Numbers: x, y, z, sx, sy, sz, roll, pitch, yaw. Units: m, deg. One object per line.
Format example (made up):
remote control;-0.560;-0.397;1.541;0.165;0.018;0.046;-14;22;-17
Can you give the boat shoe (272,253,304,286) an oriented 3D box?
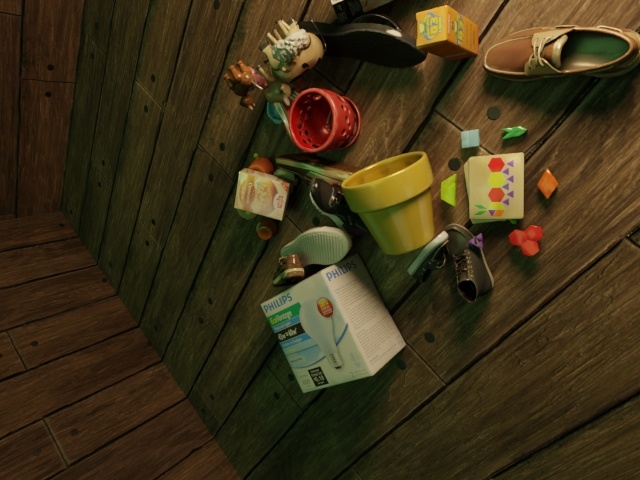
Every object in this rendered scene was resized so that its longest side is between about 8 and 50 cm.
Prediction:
boat shoe;-0.114;0.104;1.458;0.257;0.095;0.095;145;119;-64

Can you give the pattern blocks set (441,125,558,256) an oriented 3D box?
pattern blocks set;0.464;-0.135;1.090;0.285;0.026;0.325;11;104;32

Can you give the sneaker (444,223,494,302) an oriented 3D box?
sneaker;0.404;0.058;1.149;0.083;0.118;0.222;-35;79;40

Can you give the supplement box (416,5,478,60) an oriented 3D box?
supplement box;0.310;-0.494;0.992;0.080;0.233;0.078;6;107;38

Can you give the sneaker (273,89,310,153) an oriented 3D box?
sneaker;-0.060;-0.419;1.415;0.128;0.087;0.221;-27;107;20

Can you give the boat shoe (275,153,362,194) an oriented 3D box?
boat shoe;-0.012;-0.215;1.412;0.342;0.123;0.123;18;118;24

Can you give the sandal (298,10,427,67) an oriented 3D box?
sandal;0.109;-0.602;1.186;0.445;0.167;0.107;26;94;32

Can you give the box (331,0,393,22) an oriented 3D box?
box;0.156;-0.712;1.060;0.289;0.087;0.169;-14;81;15

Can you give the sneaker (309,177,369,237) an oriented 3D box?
sneaker;0.081;-0.114;1.301;0.124;0.283;0.107;-10;56;35

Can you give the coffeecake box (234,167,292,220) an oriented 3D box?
coffeecake box;-0.210;-0.170;1.508;0.185;0.068;0.142;15;115;3

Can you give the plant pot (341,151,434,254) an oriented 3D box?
plant pot;0.217;-0.099;1.189;0.254;0.254;0.239;-9;111;40

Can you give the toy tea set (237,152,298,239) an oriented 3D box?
toy tea set;-0.213;-0.171;1.616;0.200;0.124;0.336;22;116;0

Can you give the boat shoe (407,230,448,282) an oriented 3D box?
boat shoe;0.328;0.058;1.206;0.076;0.080;0.228;45;147;15

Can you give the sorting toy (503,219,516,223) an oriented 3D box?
sorting toy;0.499;-0.082;1.102;0.083;0.012;0.062;42;125;23

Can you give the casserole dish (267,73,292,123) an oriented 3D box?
casserole dish;-0.138;-0.519;1.481;0.114;0.037;0.188;22;116;33

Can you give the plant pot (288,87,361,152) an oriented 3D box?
plant pot;0.022;-0.377;1.299;0.191;0.174;0.191;13;111;36

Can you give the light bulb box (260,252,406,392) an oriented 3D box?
light bulb box;0.036;0.293;1.447;0.358;0.225;0.361;-32;82;40

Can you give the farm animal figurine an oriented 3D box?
farm animal figurine;-0.114;-0.508;1.240;0.326;0.330;0.172;-31;107;31

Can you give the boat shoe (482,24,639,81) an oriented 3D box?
boat shoe;0.523;-0.424;0.916;0.324;0.116;0.123;11;109;37

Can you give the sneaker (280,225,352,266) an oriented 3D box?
sneaker;0.000;0.000;1.421;0.366;0.150;0.135;-13;113;53
